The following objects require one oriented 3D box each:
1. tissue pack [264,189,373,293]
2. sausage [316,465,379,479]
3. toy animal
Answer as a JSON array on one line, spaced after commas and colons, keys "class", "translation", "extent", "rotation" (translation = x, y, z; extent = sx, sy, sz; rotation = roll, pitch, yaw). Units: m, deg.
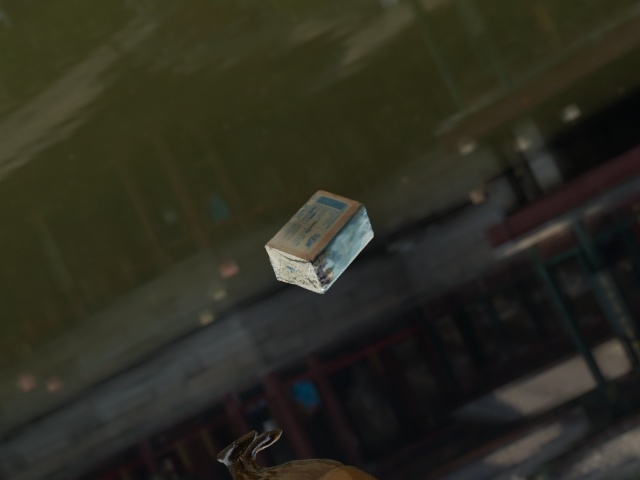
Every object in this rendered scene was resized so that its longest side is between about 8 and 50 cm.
[{"class": "tissue pack", "translation": [0.000, 0.000, 1.843], "extent": [0.074, 0.059, 0.094], "rotation": [19, -126, 40]}, {"class": "sausage", "translation": [0.023, 0.275, 1.409], "extent": [0.136, 0.120, 0.241], "rotation": [-50, 152, -25]}, {"class": "toy animal", "translation": [-0.039, 0.268, 1.633], "extent": [0.188, 0.179, 0.089], "rotation": [-37, 167, 20]}]
